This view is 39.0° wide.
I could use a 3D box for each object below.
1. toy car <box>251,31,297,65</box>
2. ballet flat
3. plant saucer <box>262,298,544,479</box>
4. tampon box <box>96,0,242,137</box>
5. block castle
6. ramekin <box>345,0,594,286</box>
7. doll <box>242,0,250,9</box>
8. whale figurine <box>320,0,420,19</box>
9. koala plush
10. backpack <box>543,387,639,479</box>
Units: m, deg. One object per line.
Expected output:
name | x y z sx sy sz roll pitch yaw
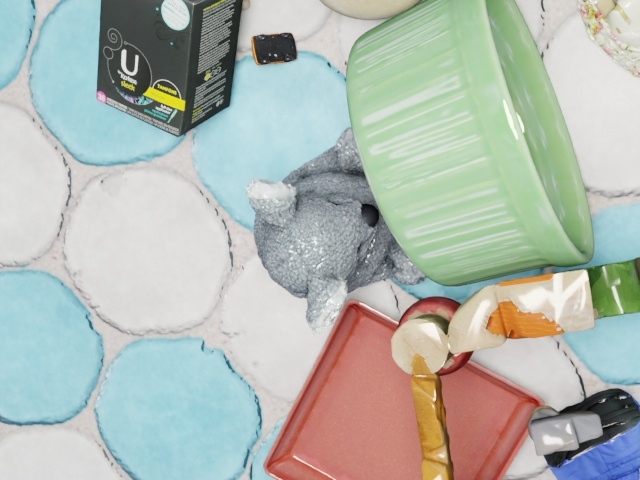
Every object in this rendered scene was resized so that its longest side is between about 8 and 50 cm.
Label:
toy car | -0.076 -0.252 1.036 0.040 0.060 0.122 -5 114 58
ballet flat | 0.300 -0.264 0.933 0.091 0.077 0.241 -35 93 16
plant saucer | 0.096 0.231 1.097 0.259 0.048 0.258 27 106 5
tampon box | -0.167 -0.220 1.000 0.120 0.101 0.161 25 128 17
block castle | 0.302 0.169 0.875 0.453 0.213 0.303 -10 87 14
ramekin | 0.148 -0.101 0.893 0.148 0.303 0.303 -19 97 23
doll | -0.110 -0.325 1.028 0.189 0.046 0.129 -27 104 23
whale figurine | 0.093 -0.351 0.930 0.272 0.216 0.141 -30 50 9
koala plush | 0.000 0.000 0.979 0.203 0.221 0.196 -23 96 16
backpack | 0.317 0.230 1.024 0.120 0.098 0.101 -34 114 8
